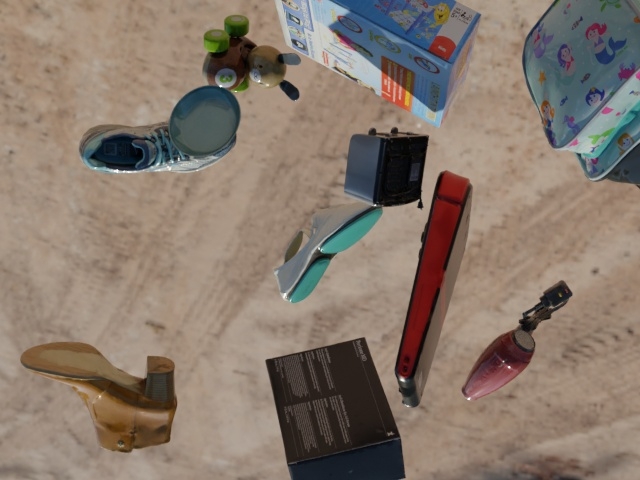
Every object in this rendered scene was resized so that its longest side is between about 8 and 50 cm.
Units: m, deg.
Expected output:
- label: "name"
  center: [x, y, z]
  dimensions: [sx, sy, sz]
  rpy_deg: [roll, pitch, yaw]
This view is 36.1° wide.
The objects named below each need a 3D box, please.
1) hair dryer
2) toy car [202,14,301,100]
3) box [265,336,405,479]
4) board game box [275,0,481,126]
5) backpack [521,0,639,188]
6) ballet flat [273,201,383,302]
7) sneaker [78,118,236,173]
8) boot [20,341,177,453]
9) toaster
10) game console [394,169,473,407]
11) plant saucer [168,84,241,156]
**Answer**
- label: "hair dryer"
  center: [0.388, 0.205, 1.898]
  dimensions: [0.080, 0.293, 0.223]
  rpy_deg: [47, 180, 17]
- label: "toy car"
  center: [-0.126, -0.340, 1.956]
  dimensions: [0.188, 0.149, 0.155]
  rpy_deg: [19, 131, 19]
- label: "box"
  center: [0.021, 0.295, 1.646]
  dimensions: [0.184, 0.261, 0.103]
  rpy_deg: [-14, 124, -3]
- label: "board game box"
  center: [0.080, -0.321, 1.502]
  dimensions: [0.302, 0.086, 0.308]
  rpy_deg: [30, 173, 8]
- label: "backpack"
  center: [0.350, -0.210, 1.123]
  dimensions: [0.191, 0.253, 0.225]
  rpy_deg: [13, 140, -24]
- label: "ballet flat"
  center: [0.000, 0.000, 2.543]
  dimensions: [0.139, 0.139, 0.400]
  rpy_deg: [25, 125, -25]
- label: "sneaker"
  center: [-0.287, -0.158, 1.739]
  dimensions: [0.283, 0.110, 0.122]
  rpy_deg: [-9, -165, -5]
- label: "boot"
  center: [-0.419, 0.307, 1.853]
  dimensions: [0.295, 0.104, 0.211]
  rpy_deg: [7, 120, -9]
- label: "toaster"
  center: [0.152, -0.159, 2.202]
  dimensions: [0.110, 0.185, 0.168]
  rpy_deg: [20, -159, 41]
- label: "game console"
  center: [0.179, 0.090, 1.621]
  dimensions: [0.060, 0.342, 0.386]
  rpy_deg: [16, 167, 12]
- label: "plant saucer"
  center: [-0.173, -0.178, 1.491]
  dimensions: [0.119, 0.119, 0.021]
  rpy_deg: [3, 163, 19]
